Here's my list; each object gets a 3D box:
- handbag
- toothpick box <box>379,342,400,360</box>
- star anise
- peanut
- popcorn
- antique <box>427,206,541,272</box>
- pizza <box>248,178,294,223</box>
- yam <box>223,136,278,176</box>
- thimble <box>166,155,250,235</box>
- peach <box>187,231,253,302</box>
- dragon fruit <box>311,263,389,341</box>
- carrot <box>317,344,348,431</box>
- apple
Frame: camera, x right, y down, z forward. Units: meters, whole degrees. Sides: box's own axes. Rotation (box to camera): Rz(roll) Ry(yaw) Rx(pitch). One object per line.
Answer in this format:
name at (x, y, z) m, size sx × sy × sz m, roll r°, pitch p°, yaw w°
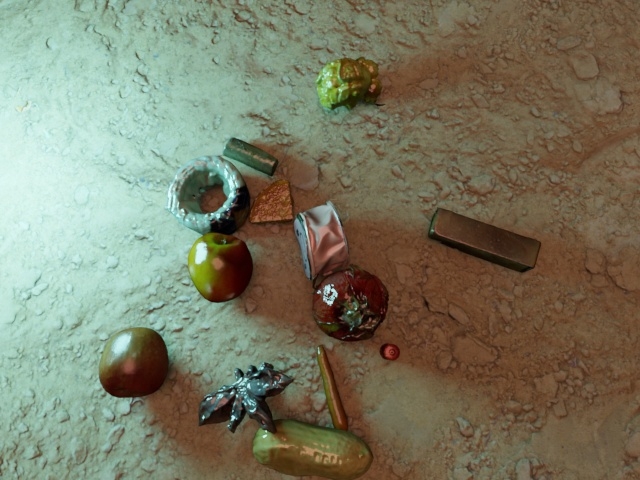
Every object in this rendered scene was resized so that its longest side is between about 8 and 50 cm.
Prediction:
handbag at (-0.001, 0.000, 1.365) m, size 0.116 × 0.179 × 0.205 m, roll -14°, pitch 84°, yaw -11°
toothpick box at (0.193, 0.311, 1.343) m, size 0.047 × 0.083 × 0.047 m, roll 0°, pitch 79°, yaw -1°
star anise at (-0.192, 0.407, 1.274) m, size 0.257 × 0.111 × 0.199 m, roll -6°, pitch 46°, yaw 32°
peanut at (-0.020, 0.551, 1.266) m, size 0.318 × 0.147 × 0.148 m, roll 10°, pitch 78°, yaw -3°
popcorn at (0.087, -0.475, 1.483) m, size 0.195 × 0.168 × 0.174 m, roll -14°, pitch 62°, yaw -41°
antique at (0.467, -0.001, 1.403) m, size 0.309 × 0.093 × 0.088 m, roll 19°, pitch 79°, yaw 4°
pizza at (-0.136, -0.098, 1.449) m, size 0.175 × 0.046 × 0.134 m, roll -40°, pitch 80°, yaw -7°
yam at (-0.210, -0.258, 1.473) m, size 0.169 × 0.068 × 0.069 m, roll 23°, pitch 79°, yaw 4°
thimble at (-0.327, -0.123, 1.404) m, size 0.237 × 0.150 × 0.238 m, roll 0°, pitch 79°, yaw 1°
peach at (-0.280, 0.083, 1.351) m, size 0.197 × 0.197 × 0.198 m, roll 0°, pitch 78°, yaw 0°
dragon fruit at (0.093, 0.192, 1.296) m, size 0.218 × 0.148 × 0.224 m, roll -15°, pitch 109°, yaw -7°
carrot at (0.029, 0.416, 1.346) m, size 0.043 × 0.043 × 0.248 m, roll -16°, pitch 76°, yaw -3°
apple at (-0.502, 0.333, 1.299) m, size 0.180 × 0.181 × 0.169 m, roll -9°, pitch 56°, yaw -2°
